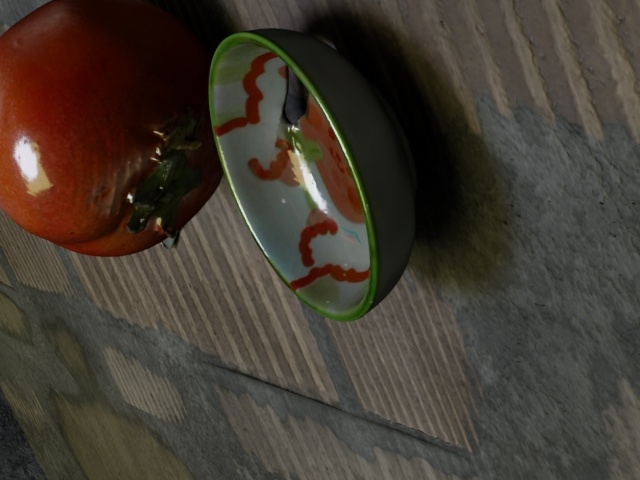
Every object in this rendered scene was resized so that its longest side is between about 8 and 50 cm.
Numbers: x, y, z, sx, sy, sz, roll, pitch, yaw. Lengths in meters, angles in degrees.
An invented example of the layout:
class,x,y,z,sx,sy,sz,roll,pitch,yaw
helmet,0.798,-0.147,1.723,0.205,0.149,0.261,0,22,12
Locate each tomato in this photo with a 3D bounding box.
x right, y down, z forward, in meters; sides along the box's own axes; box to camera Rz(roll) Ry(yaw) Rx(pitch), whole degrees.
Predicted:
class,x,y,z,sx,sy,sz,roll,pitch,yaw
tomato,-0.273,-0.145,1.798,0.321,0.321,0.321,43,151,30

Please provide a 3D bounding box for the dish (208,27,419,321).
class,x,y,z,sx,sy,sz,roll,pitch,yaw
dish,0.014,-0.085,1.578,0.324,0.124,0.324,46,149,38

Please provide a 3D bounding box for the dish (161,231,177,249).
class,x,y,z,sx,sy,sz,roll,pitch,yaw
dish,-0.322,-0.103,2.178,0.303,0.120,0.303,42,150,32
